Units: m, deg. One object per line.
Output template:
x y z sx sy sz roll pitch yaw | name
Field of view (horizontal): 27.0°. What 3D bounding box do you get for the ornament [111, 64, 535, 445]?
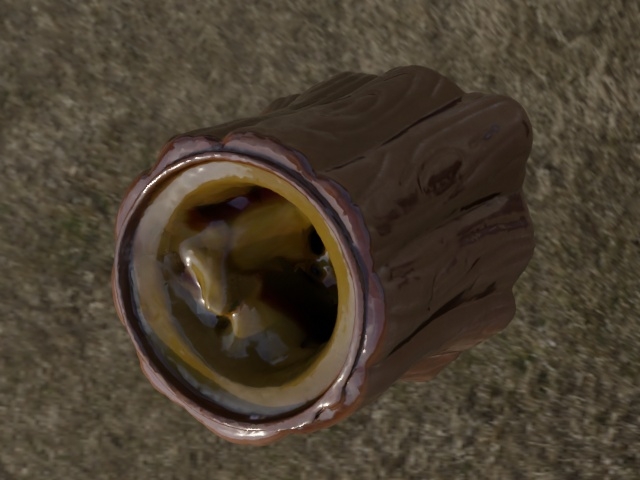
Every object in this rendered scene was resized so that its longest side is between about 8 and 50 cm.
0.000 0.000 0.806 0.221 0.217 0.235 47 118 10 | ornament
